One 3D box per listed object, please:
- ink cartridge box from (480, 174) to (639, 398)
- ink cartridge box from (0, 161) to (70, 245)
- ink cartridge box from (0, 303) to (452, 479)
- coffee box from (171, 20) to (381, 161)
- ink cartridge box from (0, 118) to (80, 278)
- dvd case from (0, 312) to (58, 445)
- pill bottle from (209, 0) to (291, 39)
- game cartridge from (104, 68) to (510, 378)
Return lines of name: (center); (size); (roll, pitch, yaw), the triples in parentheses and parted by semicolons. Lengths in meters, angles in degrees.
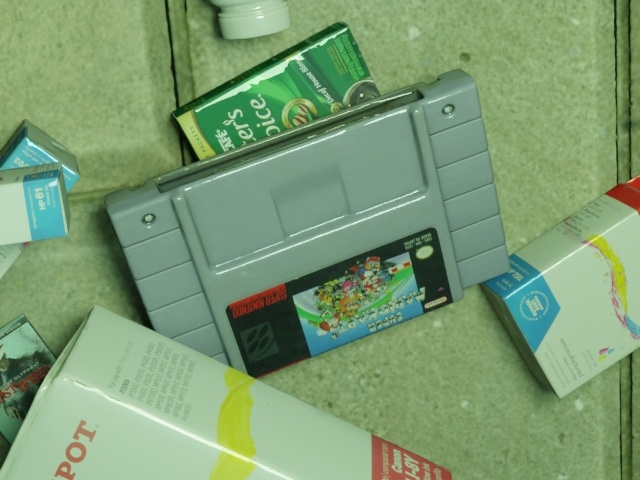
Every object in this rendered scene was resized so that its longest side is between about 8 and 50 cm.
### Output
ink cartridge box: (0.296, 0.037, 1.322); (0.231, 0.078, 0.134); (-33, 109, -3)
ink cartridge box: (-0.270, -0.026, 1.055); (0.123, 0.088, 0.052); (-10, 103, -8)
ink cartridge box: (-0.106, 0.272, 1.188); (0.385, 0.160, 0.279); (26, 110, -7)
coffee box: (-0.034, -0.114, 1.223); (0.184, 0.040, 0.113); (-28, 110, -4)
ink cartridge box: (-0.295, -0.014, 1.156); (0.062, 0.104, 0.181); (37, 93, -18)
dvd case: (-0.287, 0.140, 1.248); (0.087, 0.013, 0.119); (-33, 108, -3)
pill bottle: (-0.069, -0.254, 1.159); (0.078, 0.078, 0.137); (-14, 108, -9)
game cartridge: (0.000, 0.000, 1.227); (0.355, 0.068, 0.230); (-21, 119, -7)
